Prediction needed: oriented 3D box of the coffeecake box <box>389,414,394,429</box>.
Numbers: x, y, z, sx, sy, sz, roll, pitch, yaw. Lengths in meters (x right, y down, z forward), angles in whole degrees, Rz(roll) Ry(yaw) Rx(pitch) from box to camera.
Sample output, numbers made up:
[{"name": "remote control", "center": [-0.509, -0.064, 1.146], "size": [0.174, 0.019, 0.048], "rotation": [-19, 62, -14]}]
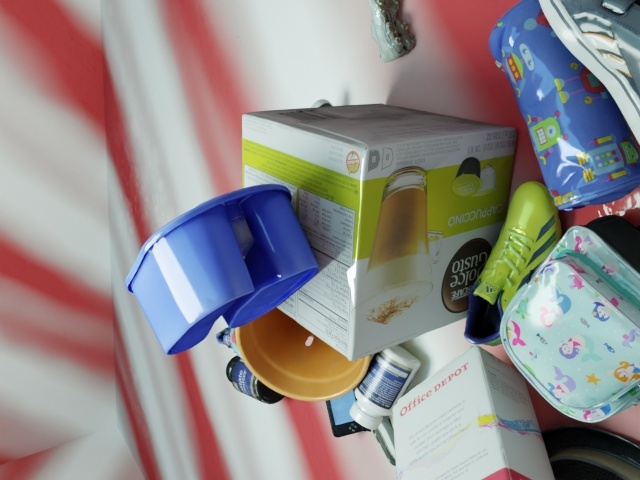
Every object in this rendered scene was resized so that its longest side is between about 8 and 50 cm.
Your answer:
[{"name": "coffeecake box", "center": [0.233, 0.428, 1.202], "size": [0.142, 0.068, 0.186], "rotation": [-32, 73, 53]}]

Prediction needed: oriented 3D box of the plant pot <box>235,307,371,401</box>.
[{"name": "plant pot", "center": [-0.017, 0.172, 1.302], "size": [0.290, 0.203, 0.291], "rotation": [6, 117, 12]}]

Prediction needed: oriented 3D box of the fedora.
[{"name": "fedora", "center": [0.404, 0.448, 0.888], "size": [0.334, 0.152, 0.334], "rotation": [20, 115, 51]}]

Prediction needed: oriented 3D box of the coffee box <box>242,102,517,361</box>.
[{"name": "coffee box", "center": [0.087, -0.045, 1.037], "size": [0.338, 0.337, 0.335], "rotation": [26, 121, 48]}]

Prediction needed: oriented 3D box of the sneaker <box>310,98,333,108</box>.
[{"name": "sneaker", "center": [0.038, -0.153, 1.294], "size": [0.146, 0.104, 0.296], "rotation": [30, 129, 45]}]

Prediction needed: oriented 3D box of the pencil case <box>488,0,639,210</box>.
[{"name": "pencil case", "center": [0.336, -0.190, 0.830], "size": [0.133, 0.119, 0.306], "rotation": [-36, 70, 57]}]

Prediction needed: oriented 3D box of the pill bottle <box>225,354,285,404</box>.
[{"name": "pill bottle", "center": [-0.193, 0.404, 1.761], "size": [0.219, 0.122, 0.123], "rotation": [-1, 99, 55]}]

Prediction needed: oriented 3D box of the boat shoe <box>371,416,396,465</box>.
[{"name": "boat shoe", "center": [0.136, 0.399, 1.326], "size": [0.070, 0.077, 0.220], "rotation": [-40, 68, 51]}]

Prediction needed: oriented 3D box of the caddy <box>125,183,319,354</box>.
[{"name": "caddy", "center": [-0.158, 0.033, 0.906], "size": [0.179, 0.241, 0.341], "rotation": [61, 144, 10]}]

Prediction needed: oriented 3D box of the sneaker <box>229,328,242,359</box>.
[{"name": "sneaker", "center": [-0.197, 0.230, 1.700], "size": [0.125, 0.104, 0.262], "rotation": [-46, 44, 32]}]

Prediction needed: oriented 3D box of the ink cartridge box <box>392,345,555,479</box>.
[{"name": "ink cartridge box", "center": [0.237, 0.358, 0.944], "size": [0.226, 0.131, 0.306], "rotation": [-45, 21, 30]}]

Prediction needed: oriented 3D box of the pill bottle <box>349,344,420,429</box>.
[{"name": "pill bottle", "center": [0.130, 0.305, 1.239], "size": [0.094, 0.094, 0.170], "rotation": [35, 100, 45]}]

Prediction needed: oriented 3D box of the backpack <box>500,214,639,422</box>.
[{"name": "backpack", "center": [0.372, 0.123, 0.818], "size": [0.225, 0.191, 0.254], "rotation": [50, 142, 25]}]

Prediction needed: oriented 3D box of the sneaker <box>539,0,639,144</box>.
[{"name": "sneaker", "center": [0.402, -0.241, 0.720], "size": [0.321, 0.126, 0.127], "rotation": [58, 146, 10]}]

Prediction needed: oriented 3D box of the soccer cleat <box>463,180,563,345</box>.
[{"name": "soccer cleat", "center": [0.301, 0.048, 0.946], "size": [0.093, 0.121, 0.289], "rotation": [37, 128, 45]}]

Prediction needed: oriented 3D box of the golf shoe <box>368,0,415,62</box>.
[{"name": "golf shoe", "center": [0.114, -0.427, 1.133], "size": [0.086, 0.069, 0.176], "rotation": [-25, 77, 61]}]

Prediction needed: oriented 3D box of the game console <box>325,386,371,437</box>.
[{"name": "game console", "center": [0.080, 0.394, 1.404], "size": [0.085, 0.124, 0.144], "rotation": [153, 105, -82]}]

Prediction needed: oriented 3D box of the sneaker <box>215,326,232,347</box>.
[{"name": "sneaker", "center": [-0.257, 0.310, 1.857], "size": [0.221, 0.087, 0.083], "rotation": [-14, 89, 56]}]
